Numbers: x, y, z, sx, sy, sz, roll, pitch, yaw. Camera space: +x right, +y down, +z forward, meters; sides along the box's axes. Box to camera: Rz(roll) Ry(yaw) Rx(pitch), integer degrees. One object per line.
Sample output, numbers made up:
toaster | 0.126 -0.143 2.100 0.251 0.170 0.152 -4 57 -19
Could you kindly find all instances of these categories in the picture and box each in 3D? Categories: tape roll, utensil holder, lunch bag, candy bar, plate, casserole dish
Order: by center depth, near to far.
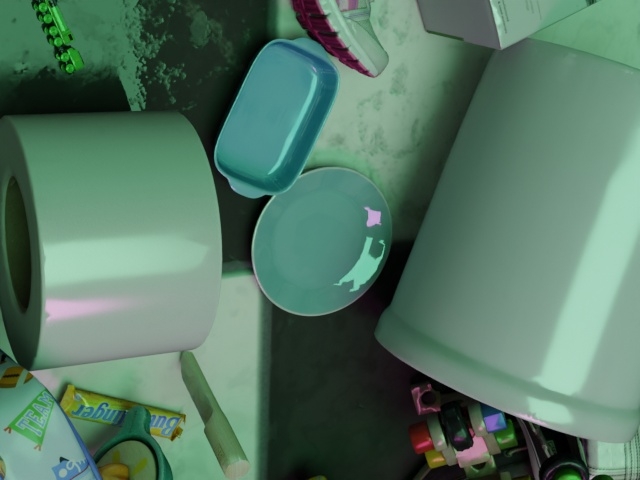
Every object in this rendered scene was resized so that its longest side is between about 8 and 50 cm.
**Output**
lunch bag | -0.312 0.202 1.063 0.115 0.303 0.243 -33 114 -25
tape roll | -0.215 -0.004 1.067 0.169 0.246 0.246 -6 111 -25
casserole dish | -0.054 -0.139 1.225 0.114 0.037 0.188 22 96 -32
candy bar | -0.229 0.202 1.269 0.162 0.018 0.040 20 98 -31
utensil holder | 0.279 -0.009 1.282 0.328 0.328 0.385 15 98 -31
plate | 0.000 0.000 1.311 0.188 0.024 0.188 -9 111 -25

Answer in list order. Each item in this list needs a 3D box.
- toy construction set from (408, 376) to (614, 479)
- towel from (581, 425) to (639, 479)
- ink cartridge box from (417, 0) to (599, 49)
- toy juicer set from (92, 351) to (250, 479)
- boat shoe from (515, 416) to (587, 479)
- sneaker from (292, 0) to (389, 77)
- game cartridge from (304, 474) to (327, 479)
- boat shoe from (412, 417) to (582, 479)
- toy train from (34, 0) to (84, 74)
toy construction set | 0.166 0.293 1.396 0.309 0.237 0.257 -42 107 14
towel | 0.494 0.162 1.482 0.312 0.056 0.324 -3 90 -11
ink cartridge box | 0.238 -0.307 1.243 0.219 0.160 0.092 -28 117 -17
toy juicer set | -0.192 0.284 1.171 0.089 0.209 0.329 38 80 -42
boat shoe | 0.302 0.228 1.456 0.078 0.070 0.219 -10 68 -22
sneaker | 0.021 -0.290 1.170 0.111 0.103 0.252 -36 121 -10
game cartridge | 0.061 0.493 1.339 0.053 0.323 0.285 -24 127 9
boat shoe | 0.274 0.325 1.510 0.355 0.130 0.132 -27 118 -17
toy train | -0.262 -0.207 1.102 0.024 0.017 0.083 -33 120 -25
